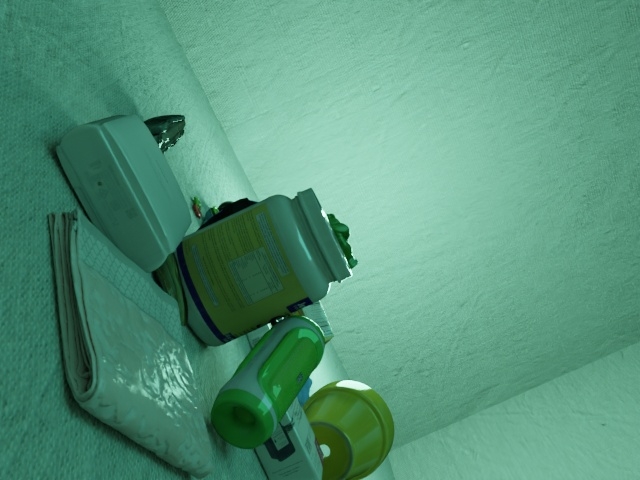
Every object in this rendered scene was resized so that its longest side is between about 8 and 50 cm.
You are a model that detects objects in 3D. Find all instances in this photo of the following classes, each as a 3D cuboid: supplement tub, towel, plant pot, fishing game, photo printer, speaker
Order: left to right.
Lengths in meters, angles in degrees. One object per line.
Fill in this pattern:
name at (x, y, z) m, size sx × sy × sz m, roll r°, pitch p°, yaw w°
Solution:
photo printer at (-0.328, -0.096, 1.264) m, size 0.307 × 0.107 × 0.256 m, roll -102°, pitch 167°, yaw -77°
towel at (-0.260, 0.150, 1.019) m, size 0.332 × 0.053 × 0.317 m, roll 60°, pitch 6°, yaw -53°
supplement tub at (-0.126, 0.050, 1.484) m, size 0.241 × 0.331 × 0.241 m, roll -25°, pitch 90°, yaw -87°
speaker at (-0.092, 0.261, 1.371) m, size 0.131 × 0.131 × 0.296 m, roll 65°, pitch 30°, yaw -14°
fishing game at (-0.068, 0.405, 2.007) m, size 0.189 × 0.041 × 0.264 m, roll -65°, pitch 146°, yaw -54°
plant pot at (0.041, 0.504, 1.820) m, size 0.254 × 0.254 × 0.239 m, roll 66°, pitch 17°, yaw 6°

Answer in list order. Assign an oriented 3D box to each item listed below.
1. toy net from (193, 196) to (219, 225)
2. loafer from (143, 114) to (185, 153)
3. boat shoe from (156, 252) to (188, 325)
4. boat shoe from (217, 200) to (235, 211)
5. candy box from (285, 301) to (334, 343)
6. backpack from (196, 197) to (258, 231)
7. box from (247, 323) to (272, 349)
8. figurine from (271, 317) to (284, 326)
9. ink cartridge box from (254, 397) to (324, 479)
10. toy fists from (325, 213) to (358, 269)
toy net at (-0.296, -0.032, 1.943) m, size 0.232 × 0.045 × 0.122 m, roll -111°, pitch 175°, yaw -52°
loafer at (-0.399, -0.263, 1.796) m, size 0.267 × 0.096 × 0.084 m, roll -78°, pitch 164°, yaw -74°
boat shoe at (-0.280, 0.089, 1.328) m, size 0.056 × 0.048 × 0.153 m, roll 96°, pitch -22°, yaw -71°
boat shoe at (-0.211, 0.030, 2.170) m, size 0.340 × 0.127 × 0.113 m, roll 58°, pitch 17°, yaw -3°
candy box at (-0.083, 0.223, 2.385) m, size 0.183 × 0.088 × 0.316 m, roll -51°, pitch -124°, yaw 49°
backpack at (-0.166, 0.042, 1.730) m, size 0.263 × 0.277 × 0.213 m, roll 59°, pitch -3°, yaw 9°
box at (-0.193, 0.167, 1.946) m, size 0.063 × 0.067 × 0.324 m, roll 61°, pitch 4°, yaw -65°
figurine at (-0.145, 0.234, 2.131) m, size 0.209 × 0.092 × 0.215 m, roll 61°, pitch 2°, yaw 1°
ink cartridge box at (-0.086, 0.404, 1.540) m, size 0.172 × 0.100 × 0.237 m, roll -59°, pitch 125°, yaw -86°
toy fists at (0.000, 0.000, 1.742) m, size 0.142 × 0.096 × 0.279 m, roll 60°, pitch -15°, yaw -12°
